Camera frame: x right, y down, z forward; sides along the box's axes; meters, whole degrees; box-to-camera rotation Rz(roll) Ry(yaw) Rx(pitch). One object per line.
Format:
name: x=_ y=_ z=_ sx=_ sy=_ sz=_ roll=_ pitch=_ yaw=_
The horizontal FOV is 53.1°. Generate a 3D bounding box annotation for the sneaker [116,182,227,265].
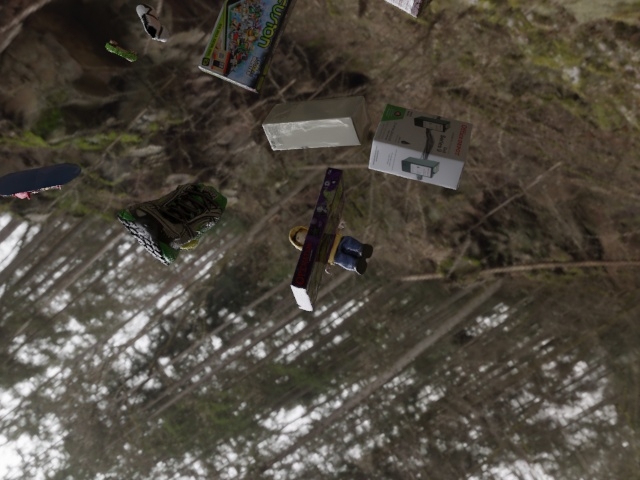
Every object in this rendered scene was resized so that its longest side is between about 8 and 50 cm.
sneaker: x=-0.277 y=-0.056 z=1.242 sx=0.134 sy=0.146 sz=0.343 roll=45 pitch=-171 yaw=-4

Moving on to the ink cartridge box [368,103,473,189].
ink cartridge box: x=0.319 y=-0.299 z=2.020 sx=0.289 sy=0.121 sz=0.211 roll=14 pitch=-132 yaw=7

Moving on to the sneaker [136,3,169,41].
sneaker: x=-0.404 y=-0.519 z=1.517 sx=0.109 sy=0.040 sz=0.044 roll=52 pitch=-148 yaw=7

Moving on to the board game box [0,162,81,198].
board game box: x=-0.552 y=-0.108 z=1.257 sx=0.133 sy=0.169 sz=0.033 roll=-130 pitch=30 yaw=-58

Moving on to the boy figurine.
boy figurine: x=0.028 y=0.011 z=2.057 sx=0.285 sy=0.177 sz=0.092 roll=21 pitch=176 yaw=28

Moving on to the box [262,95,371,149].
box: x=-0.010 y=-0.320 z=1.752 sx=0.113 sy=0.275 sz=0.094 roll=-62 pitch=-37 yaw=-39

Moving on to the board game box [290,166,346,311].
board game box: x=0.000 y=0.000 z=1.740 sx=0.208 sy=0.056 sz=0.346 roll=70 pitch=-145 yaw=-65

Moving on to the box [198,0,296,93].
box: x=-0.125 y=-0.381 z=1.140 sx=0.114 sy=0.207 sz=0.036 roll=23 pitch=-177 yaw=4

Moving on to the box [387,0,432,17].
box: x=0.324 y=-0.905 z=2.167 sx=0.168 sy=0.203 sz=0.167 roll=32 pitch=152 yaw=11

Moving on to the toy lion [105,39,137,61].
toy lion: x=-0.603 y=-0.571 z=1.940 sx=0.100 sy=0.034 sz=0.096 roll=21 pitch=-166 yaw=-33
